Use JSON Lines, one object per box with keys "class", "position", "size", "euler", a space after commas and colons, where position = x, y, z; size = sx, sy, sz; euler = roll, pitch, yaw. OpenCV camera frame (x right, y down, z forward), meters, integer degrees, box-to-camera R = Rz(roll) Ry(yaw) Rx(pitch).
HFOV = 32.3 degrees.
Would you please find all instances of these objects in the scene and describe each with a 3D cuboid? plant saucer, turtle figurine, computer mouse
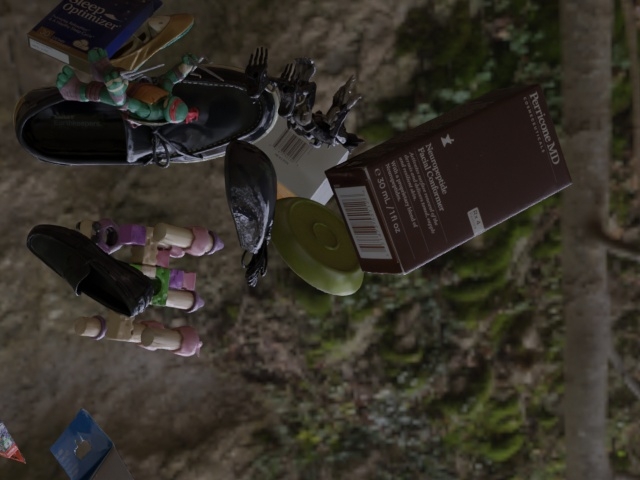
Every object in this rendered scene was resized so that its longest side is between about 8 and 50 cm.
{"class": "plant saucer", "position": [0.000, 0.000, 2.165], "size": [0.037, 0.241, 0.241], "euler": [-46, 170, 31]}
{"class": "turtle figurine", "position": [-0.276, -0.231, 1.687], "size": [0.234, 0.118, 0.175], "euler": [16, -158, 25]}
{"class": "computer mouse", "position": [-0.101, -0.065, 1.822], "size": [0.072, 0.272, 0.188], "euler": [0, -123, 7]}

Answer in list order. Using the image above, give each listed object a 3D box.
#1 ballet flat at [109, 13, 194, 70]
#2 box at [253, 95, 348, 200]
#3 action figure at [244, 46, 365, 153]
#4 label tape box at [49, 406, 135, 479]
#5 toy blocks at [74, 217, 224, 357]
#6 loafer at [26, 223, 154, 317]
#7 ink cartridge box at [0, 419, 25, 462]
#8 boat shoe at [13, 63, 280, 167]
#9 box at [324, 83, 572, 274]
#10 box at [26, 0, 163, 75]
{"class": "ballet flat", "position": [-0.352, -0.400, 2.206], "size": [0.232, 0.073, 0.080], "euler": [-44, -145, -18]}
{"class": "box", "position": [-0.075, -0.170, 2.610], "size": [0.215, 0.168, 0.345], "euler": [36, 169, 5]}
{"class": "action figure", "position": [-0.009, -0.241, 1.901], "size": [0.164, 0.141, 0.275], "euler": [24, 179, 30]}
{"class": "label tape box", "position": [-0.319, 0.441, 1.600], "size": [0.115, 0.348, 0.249], "euler": [-29, 171, -35]}
{"class": "toy blocks", "position": [-0.357, 0.105, 2.439], "size": [0.309, 0.288, 0.260], "euler": [1, 172, 39]}
{"class": "loafer", "position": [-0.369, 0.047, 1.733], "size": [0.223, 0.076, 0.078], "euler": [29, -143, 4]}
{"class": "ink cartridge box", "position": [-0.615, 0.387, 2.110], "size": [0.063, 0.115, 0.029], "euler": [7, -141, 36]}
{"class": "boat shoe", "position": [-0.322, -0.219, 2.032], "size": [0.500, 0.187, 0.156], "euler": [-3, -162, -2]}
{"class": "box", "position": [0.218, -0.104, 1.831], "size": [0.381, 0.191, 0.143], "euler": [-28, -166, -27]}
{"class": "box", "position": [-0.389, -0.388, 1.925], "size": [0.136, 0.036, 0.225], "euler": [24, -127, 13]}
